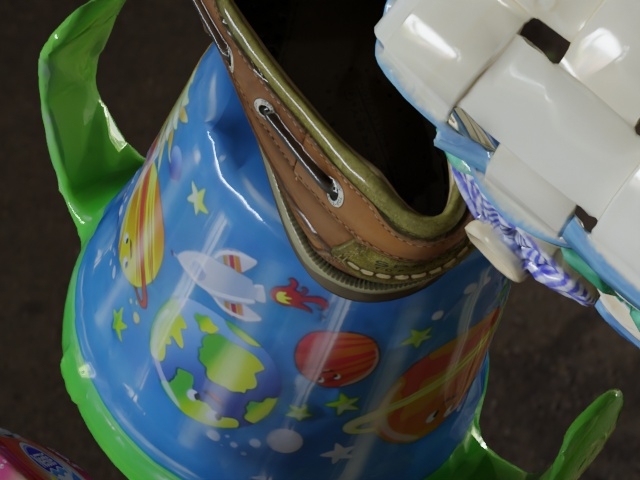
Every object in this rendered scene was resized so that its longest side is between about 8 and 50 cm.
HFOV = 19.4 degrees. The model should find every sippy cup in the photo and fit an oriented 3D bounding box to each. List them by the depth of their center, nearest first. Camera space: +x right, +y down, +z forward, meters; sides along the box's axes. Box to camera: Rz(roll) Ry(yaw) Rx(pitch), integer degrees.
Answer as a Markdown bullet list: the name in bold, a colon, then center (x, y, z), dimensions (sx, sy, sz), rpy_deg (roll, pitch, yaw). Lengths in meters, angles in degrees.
- **sippy cup**: center (0.000, 0.000, 0.928), dimensions (0.305, 0.224, 0.240), rpy_deg (11, 54, -9)

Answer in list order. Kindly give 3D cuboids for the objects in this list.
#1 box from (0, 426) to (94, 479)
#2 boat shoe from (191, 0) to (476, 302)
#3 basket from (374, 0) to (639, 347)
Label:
- **box**: center (-0.178, 0.210, 0.792), dimensions (0.122, 0.128, 0.257), rpy_deg (39, 87, 20)
- **boat shoe**: center (-0.010, -0.128, 0.754), dimensions (0.110, 0.104, 0.307), rpy_deg (-26, 82, -12)
- **basket**: center (0.151, -0.049, 0.537), dimensions (0.255, 0.201, 0.289), rpy_deg (44, 24, 15)
